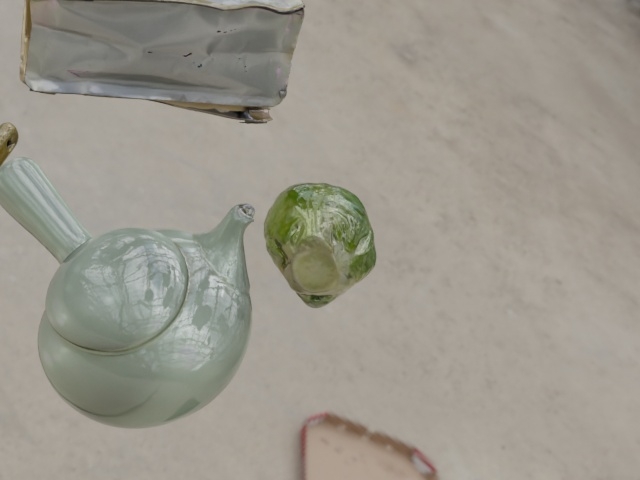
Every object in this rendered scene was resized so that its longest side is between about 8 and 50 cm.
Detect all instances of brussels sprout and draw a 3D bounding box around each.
[{"bbox_3d":[0.002,-0.003,1.431,0.155,0.117,0.155,48,17,-19],"label":"brussels sprout"}]

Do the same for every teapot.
[{"bbox_3d":[-0.215,0.052,1.167,0.318,0.149,0.220,11,54,26],"label":"teapot"}]

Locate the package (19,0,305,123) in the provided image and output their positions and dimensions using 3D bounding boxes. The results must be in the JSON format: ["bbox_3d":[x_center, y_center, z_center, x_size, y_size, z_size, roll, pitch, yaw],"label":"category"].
[{"bbox_3d":[-0.195,-0.241,1.441,0.311,0.165,0.221,2,26,-16],"label":"package"}]

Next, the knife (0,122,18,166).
[{"bbox_3d":[-0.264,0.010,0.837,0.022,0.046,0.256,12,47,11],"label":"knife"}]
